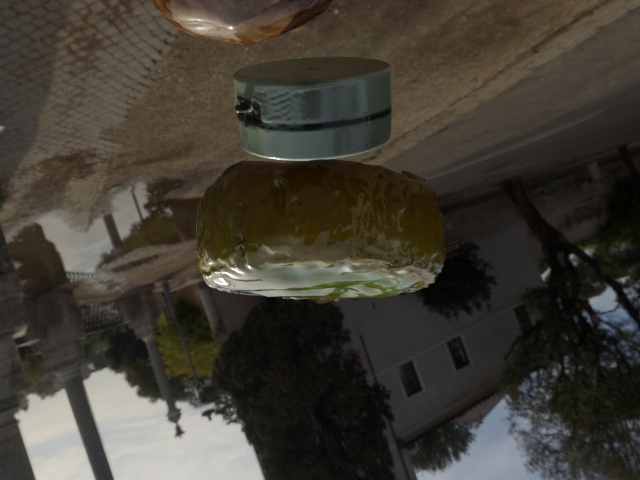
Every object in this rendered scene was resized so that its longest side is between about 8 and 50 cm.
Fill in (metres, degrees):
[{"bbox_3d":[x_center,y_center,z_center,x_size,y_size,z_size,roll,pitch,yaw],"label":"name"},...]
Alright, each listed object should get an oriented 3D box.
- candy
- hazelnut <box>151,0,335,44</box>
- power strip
[{"bbox_3d":[0.000,0.000,0.537,0.260,0.117,0.260,1,167,0],"label":"candy"},{"bbox_3d":[-0.051,-0.206,0.355,0.151,0.150,0.150,-20,177,-1],"label":"hazelnut"},{"bbox_3d":[-0.024,-0.288,1.108,0.358,0.161,0.357,-2,-154,1],"label":"power strip"}]
